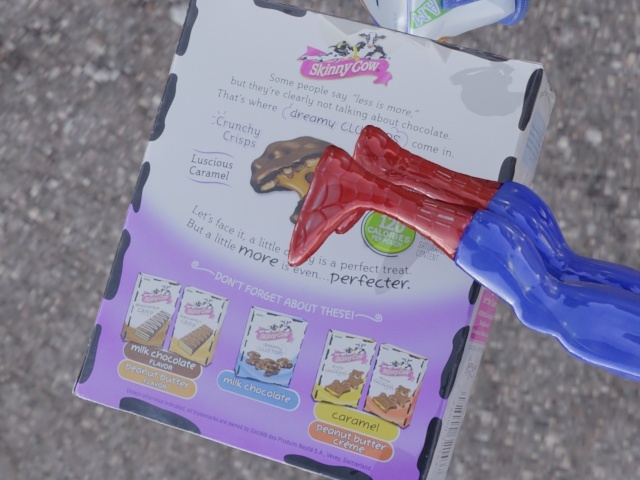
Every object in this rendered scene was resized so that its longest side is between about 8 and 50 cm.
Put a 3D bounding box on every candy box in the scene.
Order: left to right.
[{"bbox_3d":[0.000,0.000,0.676,0.165,0.070,0.196,16,88,16],"label":"candy box"}]

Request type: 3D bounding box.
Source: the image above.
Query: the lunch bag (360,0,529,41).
[{"bbox_3d":[0.056,-0.275,0.942,0.115,0.243,0.303,-19,134,-11],"label":"lunch bag"}]

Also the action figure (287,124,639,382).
[{"bbox_3d":[0.120,0.069,0.563,0.280,0.091,0.139,21,110,13],"label":"action figure"}]
